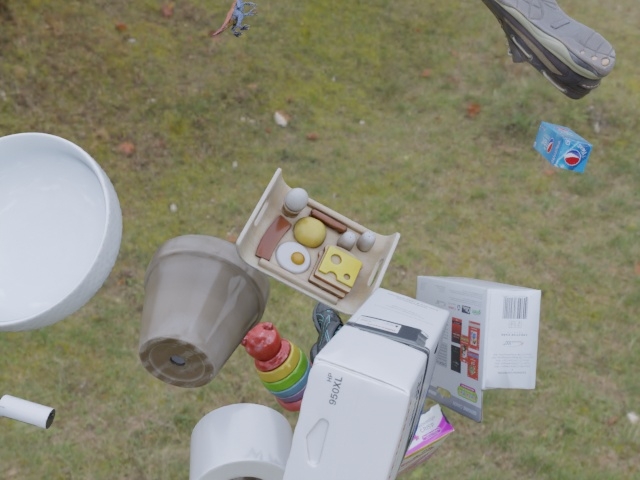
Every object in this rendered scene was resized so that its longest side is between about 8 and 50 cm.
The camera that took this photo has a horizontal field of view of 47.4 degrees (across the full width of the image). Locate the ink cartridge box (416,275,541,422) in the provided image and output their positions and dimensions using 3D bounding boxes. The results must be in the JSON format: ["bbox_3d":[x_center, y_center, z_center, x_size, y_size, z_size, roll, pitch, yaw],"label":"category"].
[{"bbox_3d":[0.325,0.223,1.581,0.130,0.272,0.309,3,2,-19],"label":"ink cartridge box"}]

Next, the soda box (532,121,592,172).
[{"bbox_3d":[0.556,-0.219,1.686,0.071,0.067,0.210,13,20,-1],"label":"soda box"}]

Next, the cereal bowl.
[{"bbox_3d":[-0.485,-0.004,1.229,0.338,0.141,0.339,-3,71,9],"label":"cereal bowl"}]

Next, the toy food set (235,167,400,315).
[{"bbox_3d":[0.000,0.000,1.542,0.306,0.092,0.220,28,58,-3],"label":"toy food set"}]

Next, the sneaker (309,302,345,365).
[{"bbox_3d":[0.040,0.261,2.108,0.101,0.106,0.267,36,35,-27],"label":"sneaker"}]

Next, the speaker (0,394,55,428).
[{"bbox_3d":[-0.756,0.441,1.878,0.136,0.055,0.055,15,35,2],"label":"speaker"}]

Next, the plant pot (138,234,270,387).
[{"bbox_3d":[-0.312,0.193,1.790,0.322,0.323,0.280,7,42,8],"label":"plant pot"}]

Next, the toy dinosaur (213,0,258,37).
[{"bbox_3d":[-0.135,-0.380,1.191,0.090,0.047,0.082,-8,78,-27],"label":"toy dinosaur"}]

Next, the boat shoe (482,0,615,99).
[{"bbox_3d":[0.428,-0.418,1.486,0.132,0.130,0.355,-22,62,-30],"label":"boat shoe"}]

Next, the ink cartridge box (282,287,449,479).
[{"bbox_3d":[0.093,0.289,1.315,0.166,0.286,0.395,17,18,15],"label":"ink cartridge box"}]

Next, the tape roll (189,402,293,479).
[{"bbox_3d":[-0.176,0.516,1.661,0.246,0.246,0.169,-3,34,-6],"label":"tape roll"}]

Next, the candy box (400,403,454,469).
[{"bbox_3d":[0.192,0.468,1.644,0.159,0.233,0.071,-23,63,-19],"label":"candy box"}]

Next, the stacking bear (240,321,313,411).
[{"bbox_3d":[-0.123,0.353,2.134,0.175,0.289,0.164,-29,32,8],"label":"stacking bear"}]
